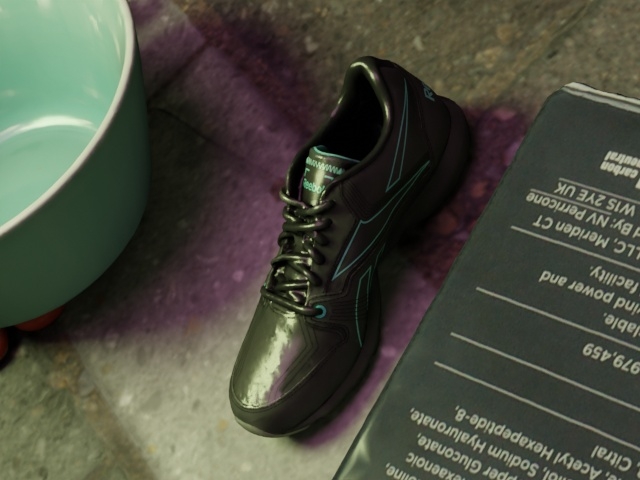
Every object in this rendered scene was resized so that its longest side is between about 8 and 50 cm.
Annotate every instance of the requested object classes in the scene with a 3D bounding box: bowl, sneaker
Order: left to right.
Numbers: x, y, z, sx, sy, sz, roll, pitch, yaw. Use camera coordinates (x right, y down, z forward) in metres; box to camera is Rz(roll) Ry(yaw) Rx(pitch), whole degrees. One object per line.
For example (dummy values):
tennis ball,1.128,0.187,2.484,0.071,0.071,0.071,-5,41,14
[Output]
bowl,-0.250,-0.056,1.250,0.311,0.163,0.311,-12,51,16
sneaker,0.000,0.000,1.107,0.101,0.106,0.267,16,74,38

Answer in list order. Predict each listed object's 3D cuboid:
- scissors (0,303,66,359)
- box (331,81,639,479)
scissors,-0.263,-0.028,1.358,0.109,0.021,0.297,-28,51,17
box,0.155,0.184,0.760,0.212,0.293,0.395,20,75,41
